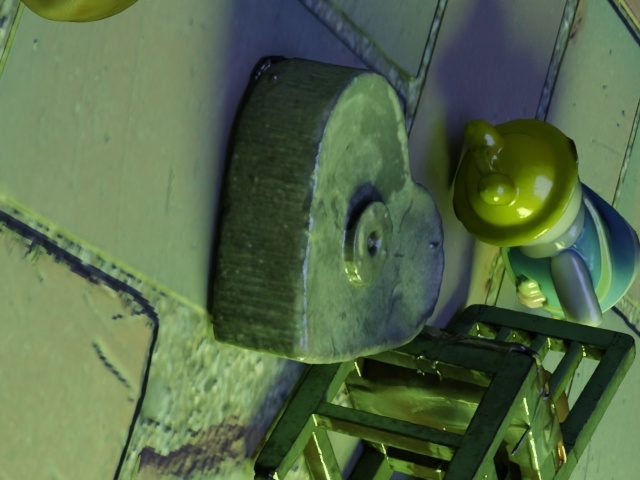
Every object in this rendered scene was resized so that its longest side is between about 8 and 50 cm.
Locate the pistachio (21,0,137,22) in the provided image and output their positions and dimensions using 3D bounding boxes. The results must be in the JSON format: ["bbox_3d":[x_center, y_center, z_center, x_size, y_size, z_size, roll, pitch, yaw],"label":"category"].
[{"bbox_3d":[-0.095,-0.180,0.775,0.108,0.126,0.185,19,75,-29],"label":"pistachio"}]

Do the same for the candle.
[{"bbox_3d":[0.000,0.000,1.052,0.168,0.068,0.192,-58,141,-32],"label":"candle"}]

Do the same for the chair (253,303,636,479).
[{"bbox_3d":[0.088,0.102,1.167,0.270,0.136,0.147,-55,144,-35],"label":"chair"}]

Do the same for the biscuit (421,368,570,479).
[{"bbox_3d":[0.117,0.251,1.347,0.291,0.062,0.237,-39,131,-52],"label":"biscuit"}]

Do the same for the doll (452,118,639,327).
[{"bbox_3d":[0.160,-0.014,1.302,0.241,0.099,0.135,40,65,-55],"label":"doll"}]
